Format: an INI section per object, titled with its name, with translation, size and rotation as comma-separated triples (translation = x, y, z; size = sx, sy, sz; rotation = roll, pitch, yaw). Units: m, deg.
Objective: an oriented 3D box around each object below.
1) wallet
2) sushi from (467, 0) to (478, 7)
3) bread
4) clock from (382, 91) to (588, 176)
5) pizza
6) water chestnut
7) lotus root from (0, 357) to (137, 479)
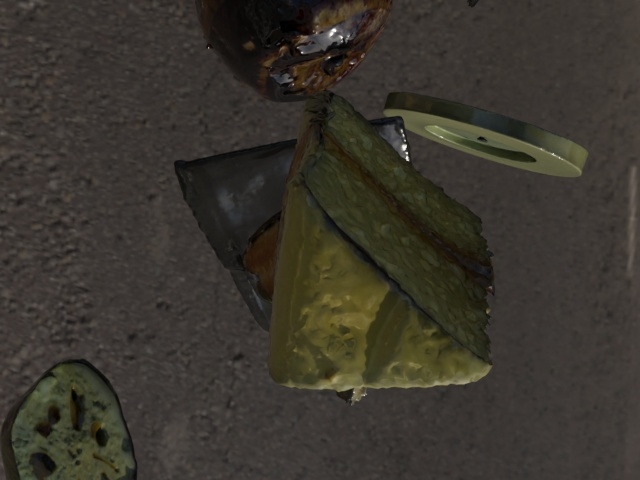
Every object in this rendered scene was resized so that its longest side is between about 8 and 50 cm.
[wallet]
translation = 0.000, 0.000, 1.166
size = 0.323, 0.247, 0.041
rotation = 70, 10, -46
[sushi]
translation = 0.220, -0.386, 1.101
size = 0.273, 0.109, 0.134
rotation = -47, 172, 22
[bread]
translation = 0.025, -0.002, 0.709
size = 0.178, 0.141, 0.266
rotation = 57, 12, -14
[clock]
translation = 0.185, -0.121, 1.165
size = 0.235, 0.235, 0.029
rotation = 18, 90, -53
[pizza]
translation = 0.009, 0.057, 0.968
size = 0.052, 0.185, 0.195
rotation = -16, 88, -41
[water chestnut]
translation = -0.041, -0.347, 1.432
size = 0.300, 0.300, 0.300
rotation = -20, 115, -48
[lotus root]
translation = -0.293, 0.240, 1.152
size = 0.183, 0.078, 0.204
rotation = -10, 86, -61
